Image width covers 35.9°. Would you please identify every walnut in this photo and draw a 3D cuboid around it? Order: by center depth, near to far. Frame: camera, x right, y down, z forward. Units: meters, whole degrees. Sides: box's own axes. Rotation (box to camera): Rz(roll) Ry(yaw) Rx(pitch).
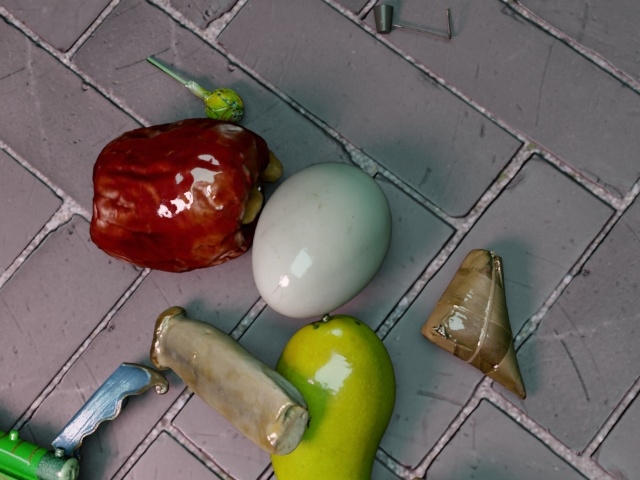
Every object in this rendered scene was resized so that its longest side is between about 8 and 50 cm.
[{"bbox_3d":[-0.200,-0.081,1.426,0.269,0.221,0.243,6,47,14],"label":"walnut"}]

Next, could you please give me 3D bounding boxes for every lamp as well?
[{"bbox_3d":[0.142,-0.336,1.527,0.121,0.041,0.054,0,86,8],"label":"lamp"}]

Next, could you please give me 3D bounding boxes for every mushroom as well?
[{"bbox_3d":[-0.131,0.185,1.356,0.312,0.081,0.099,28,115,42],"label":"mushroom"}]

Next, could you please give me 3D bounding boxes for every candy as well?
[{"bbox_3d":[-0.199,-0.237,1.534,0.194,0.058,0.062,33,42,19],"label":"candy"}]

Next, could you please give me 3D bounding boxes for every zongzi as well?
[{"bbox_3d":[0.253,0.112,1.403,0.176,0.078,0.160,31,82,1],"label":"zongzi"}]

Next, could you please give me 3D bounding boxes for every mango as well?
[{"bbox_3d":[0.013,0.247,1.364,0.175,0.143,0.293,4,89,5],"label":"mango"}]

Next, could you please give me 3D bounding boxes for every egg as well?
[{"bbox_3d":[0.000,0.000,1.371,0.183,0.182,0.264,21,46,9],"label":"egg"}]

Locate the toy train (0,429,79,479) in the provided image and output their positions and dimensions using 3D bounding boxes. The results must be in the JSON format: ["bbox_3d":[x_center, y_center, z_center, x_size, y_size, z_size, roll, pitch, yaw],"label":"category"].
[{"bbox_3d":[-0.449,0.317,1.393,0.251,0.085,0.119,16,99,18],"label":"toy train"}]

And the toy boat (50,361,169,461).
[{"bbox_3d":[-0.302,0.251,1.422,0.077,0.075,0.185,42,87,-6],"label":"toy boat"}]

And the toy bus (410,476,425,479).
[{"bbox_3d":[0.059,0.446,1.290,0.290,0.139,0.157,-36,42,6],"label":"toy bus"}]
